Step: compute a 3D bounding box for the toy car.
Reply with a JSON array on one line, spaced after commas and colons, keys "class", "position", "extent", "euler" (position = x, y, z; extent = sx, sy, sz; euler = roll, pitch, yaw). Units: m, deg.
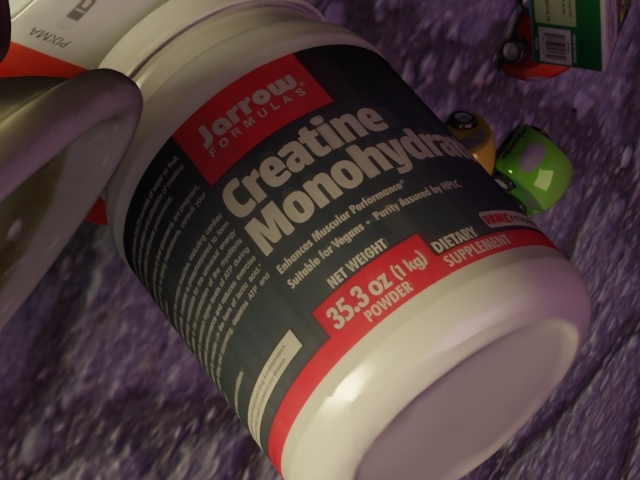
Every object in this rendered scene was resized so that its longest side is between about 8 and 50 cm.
[{"class": "toy car", "position": [0.175, -0.085, 1.244], "extent": [0.239, 0.053, 0.225], "euler": [-52, 146, -10]}]

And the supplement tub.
[{"class": "supplement tub", "position": [0.000, 0.000, 0.819], "extent": [0.191, 0.272, 0.191], "euler": [-29, 151, -18]}]

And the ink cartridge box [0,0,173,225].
[{"class": "ink cartridge box", "position": [-0.109, -0.114, 0.845], "extent": [0.189, 0.066, 0.232], "euler": [15, 99, -56]}]

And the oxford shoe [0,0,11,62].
[{"class": "oxford shoe", "position": [-0.164, -0.191, 0.576], "extent": [0.098, 0.097, 0.271], "euler": [-23, 98, -48]}]

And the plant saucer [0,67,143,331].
[{"class": "plant saucer", "position": [-0.243, 0.055, 0.666], "extent": [0.400, 0.100, 0.400], "euler": [-49, -178, 2]}]

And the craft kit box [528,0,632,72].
[{"class": "craft kit box", "position": [0.187, -0.280, 0.929], "extent": [0.250, 0.061, 0.246], "euler": [74, 32, -52]}]
